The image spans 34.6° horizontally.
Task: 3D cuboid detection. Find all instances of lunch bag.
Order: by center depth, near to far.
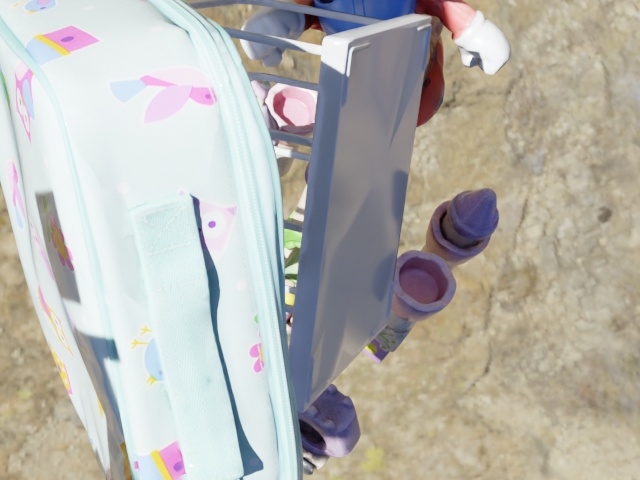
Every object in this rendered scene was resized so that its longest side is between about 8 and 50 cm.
[{"bbox_3d":[-0.089,0.012,0.537,0.108,0.224,0.279,-19,120,-21],"label":"lunch bag"}]

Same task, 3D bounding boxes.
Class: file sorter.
[{"bbox_3d":[-0.036,-0.045,0.826,0.173,0.193,0.277,14,111,20],"label":"file sorter"}]

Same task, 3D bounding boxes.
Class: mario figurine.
[{"bbox_3d":[0.056,-0.187,0.953,0.170,0.198,0.320,-59,157,-9],"label":"mario figurine"}]

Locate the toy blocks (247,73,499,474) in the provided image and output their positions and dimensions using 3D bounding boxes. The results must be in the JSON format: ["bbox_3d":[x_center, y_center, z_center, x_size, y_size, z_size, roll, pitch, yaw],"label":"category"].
[{"bbox_3d":[0.000,0.000,0.997,0.289,0.309,0.260,36,150,5],"label":"toy blocks"}]
